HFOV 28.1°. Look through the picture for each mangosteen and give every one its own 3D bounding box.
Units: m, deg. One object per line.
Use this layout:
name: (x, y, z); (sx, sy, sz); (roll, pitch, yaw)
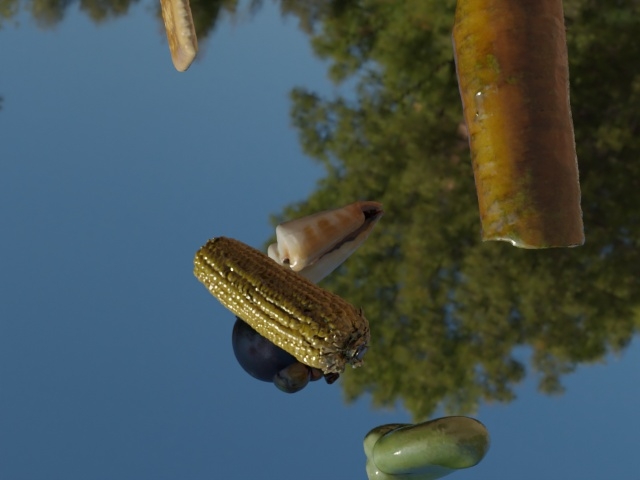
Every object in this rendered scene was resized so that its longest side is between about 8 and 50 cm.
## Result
mangosteen: (-0.044, 0.157, 2.065); (0.199, 0.200, 0.200); (18, -161, -6)

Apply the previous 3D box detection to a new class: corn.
corn: (-0.061, 0.093, 1.871); (0.317, 0.115, 0.115); (29, -159, 32)

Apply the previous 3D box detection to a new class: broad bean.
broad bean: (0.161, 0.320, 1.943); (0.169, 0.100, 0.228); (-1, 166, -24)

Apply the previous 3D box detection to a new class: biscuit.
biscuit: (-0.245, -0.378, 2.179); (0.030, 0.160, 0.249); (-12, -176, -10)

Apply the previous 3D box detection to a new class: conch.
conch: (-0.008, -0.007, 2.361); (0.127, 0.255, 0.158); (49, 174, 25)

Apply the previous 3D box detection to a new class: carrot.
carrot: (0.191, -0.134, 1.242); (0.114, 0.302, 0.114); (-4, 172, -1)
